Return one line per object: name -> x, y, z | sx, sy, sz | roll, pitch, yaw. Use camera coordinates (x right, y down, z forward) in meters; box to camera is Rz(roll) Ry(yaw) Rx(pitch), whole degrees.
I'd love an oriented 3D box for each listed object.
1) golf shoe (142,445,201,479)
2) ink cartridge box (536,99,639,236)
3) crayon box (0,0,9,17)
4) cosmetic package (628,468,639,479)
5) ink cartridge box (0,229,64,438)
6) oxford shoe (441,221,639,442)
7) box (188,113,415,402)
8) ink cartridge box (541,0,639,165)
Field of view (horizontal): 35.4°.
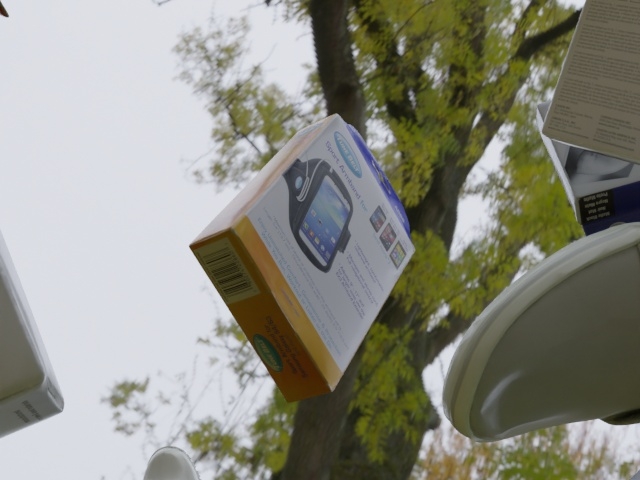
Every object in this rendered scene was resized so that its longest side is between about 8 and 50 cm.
golf shoe -> -0.158, 0.282, 1.003 | 0.069, 0.176, 0.086 | -6, -33, 5
ink cartridge box -> 0.397, -0.104, 1.204 | 0.223, 0.224, 0.045 | -16, -35, 3
crayon box -> -0.406, -0.256, 0.769 | 0.318, 0.081, 0.202 | 17, -36, 32
cosmetic package -> 0.224, 0.094, 0.300 | 0.138, 0.224, 0.224 | 57, -28, 0
ink cartridge box -> -0.345, 0.058, 0.621 | 0.131, 0.306, 0.226 | 112, -45, -72
oxford shoe -> 0.300, 0.074, 0.807 | 0.130, 0.449, 0.169 | 48, -40, 46
box -> 0.000, 0.000, 0.453 | 0.028, 0.136, 0.081 | -21, -72, 30
ink cartridge box -> 0.322, -0.181, 0.931 | 0.181, 0.056, 0.225 | 25, -81, 46
